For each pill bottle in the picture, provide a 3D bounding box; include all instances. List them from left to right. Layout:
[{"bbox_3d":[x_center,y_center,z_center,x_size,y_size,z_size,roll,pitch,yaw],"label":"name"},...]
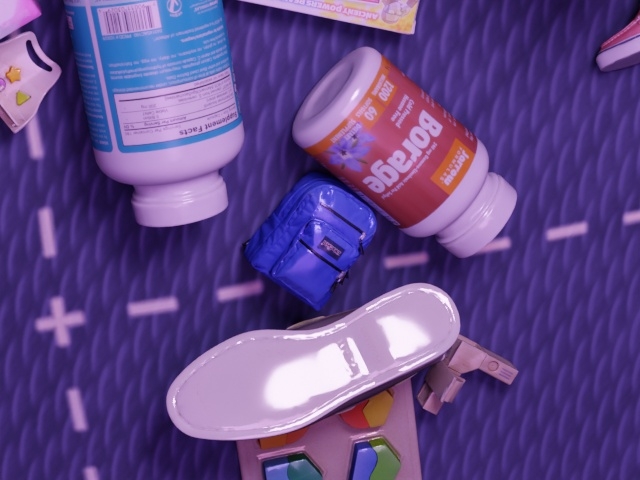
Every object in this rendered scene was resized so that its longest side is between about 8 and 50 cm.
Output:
[{"bbox_3d":[-0.154,-0.151,1.579,0.146,0.146,0.264,-11,107,-8],"label":"pill bottle"},{"bbox_3d":[0.087,-0.082,1.657,0.216,0.121,0.121,38,95,-18],"label":"pill bottle"}]

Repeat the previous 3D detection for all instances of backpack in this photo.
[{"bbox_3d":[0.000,0.000,1.676,0.098,0.101,0.120,36,93,-24],"label":"backpack"}]

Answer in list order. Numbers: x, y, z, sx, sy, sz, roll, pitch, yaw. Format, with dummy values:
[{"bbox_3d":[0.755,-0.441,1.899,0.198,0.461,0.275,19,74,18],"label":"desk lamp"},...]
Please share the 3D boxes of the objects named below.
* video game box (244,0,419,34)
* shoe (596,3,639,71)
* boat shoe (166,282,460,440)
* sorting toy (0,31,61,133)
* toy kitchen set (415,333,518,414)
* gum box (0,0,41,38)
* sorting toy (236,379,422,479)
[{"bbox_3d":[0.010,-0.310,1.618,0.205,0.048,0.187,10,101,-13],"label":"video game box"},{"bbox_3d":[0.348,-0.241,1.686,0.178,0.063,0.081,-26,79,27],"label":"shoe"},{"bbox_3d":[-0.007,0.132,1.687,0.305,0.091,0.109,-20,77,-10],"label":"boat shoe"},{"bbox_3d":[-0.292,-0.160,1.607,0.075,0.045,0.083,-38,109,-6],"label":"sorting toy"},{"bbox_3d":[0.158,0.157,1.764,0.075,0.068,0.083,28,99,-17],"label":"toy kitchen set"},{"bbox_3d":[-0.369,-0.213,1.564,0.188,0.062,0.107,-31,109,-1],"label":"gum box"},{"bbox_3d":[0.008,0.209,1.766,0.193,0.038,0.208,-10,107,-8],"label":"sorting toy"}]
